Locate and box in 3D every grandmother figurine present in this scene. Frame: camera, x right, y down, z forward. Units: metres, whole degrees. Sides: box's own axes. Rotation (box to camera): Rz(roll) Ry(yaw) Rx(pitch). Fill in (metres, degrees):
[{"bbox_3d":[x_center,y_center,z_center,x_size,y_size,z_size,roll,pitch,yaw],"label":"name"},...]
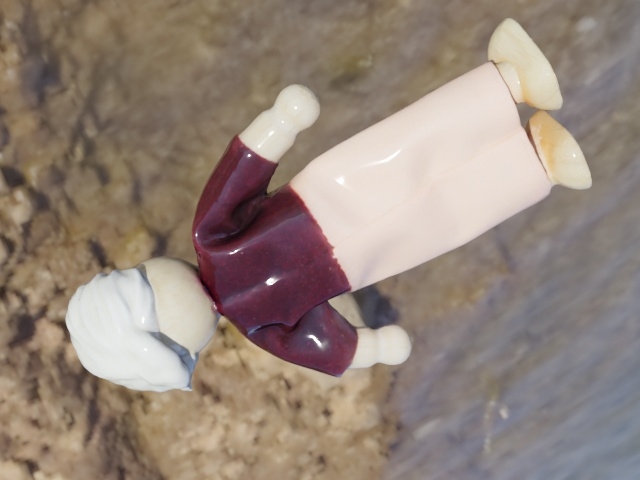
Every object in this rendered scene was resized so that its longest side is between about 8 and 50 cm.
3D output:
[{"bbox_3d":[0.000,0.000,0.863,0.342,0.104,0.208,-26,106,-3],"label":"grandmother figurine"}]
